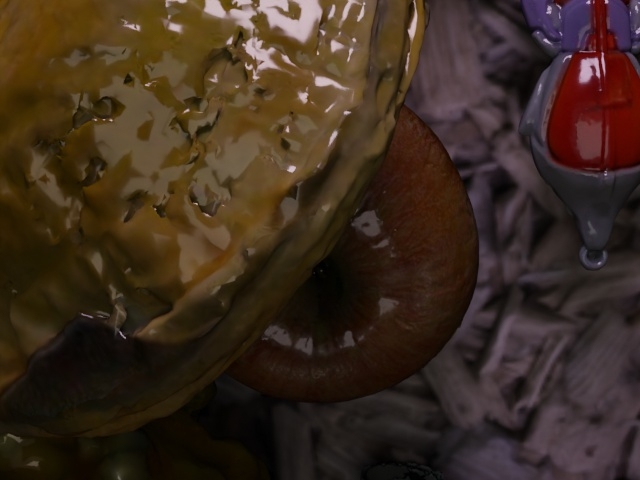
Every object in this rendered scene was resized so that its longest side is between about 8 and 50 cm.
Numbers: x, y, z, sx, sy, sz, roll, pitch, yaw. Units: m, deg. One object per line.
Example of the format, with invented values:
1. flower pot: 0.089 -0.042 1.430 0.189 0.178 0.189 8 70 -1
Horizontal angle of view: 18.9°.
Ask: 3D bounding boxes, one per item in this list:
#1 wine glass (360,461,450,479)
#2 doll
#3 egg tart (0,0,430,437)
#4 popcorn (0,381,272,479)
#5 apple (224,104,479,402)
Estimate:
1. wine glass: 0.044 0.258 1.367 0.079 0.079 0.196 11 105 2
2. doll: 0.180 -0.094 1.272 0.102 0.075 0.228 -4 94 -4
3. egg tart: -0.138 -0.110 1.126 0.178 0.443 0.443 30 108 -41
4. popcorn: -0.189 0.208 1.274 0.325 0.290 0.321 -22 99 -10
5. apple: 0.000 0.000 1.254 0.211 0.188 0.211 2 108 5
